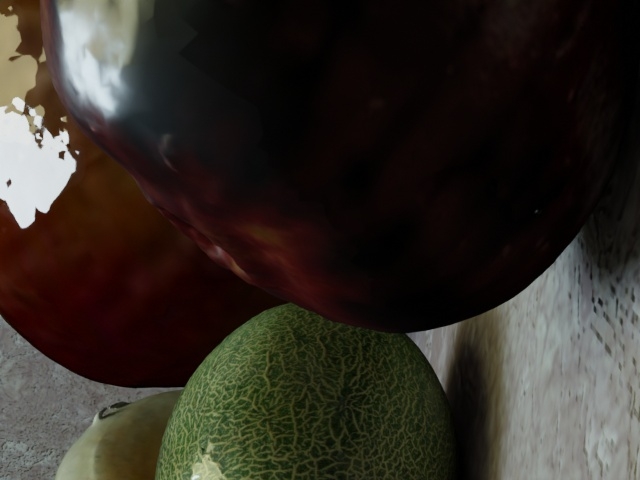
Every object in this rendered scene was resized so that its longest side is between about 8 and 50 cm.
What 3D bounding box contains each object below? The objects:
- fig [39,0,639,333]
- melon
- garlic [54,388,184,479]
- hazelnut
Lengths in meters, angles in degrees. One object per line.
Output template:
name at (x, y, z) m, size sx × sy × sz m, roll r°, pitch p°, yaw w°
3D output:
fig at (0.037, -0.095, 0.492) m, size 0.249 × 0.204 × 0.186 m, roll -48°, pitch 41°, yaw -2°
melon at (-0.006, 0.109, 0.675) m, size 0.192 × 0.139 × 0.139 m, roll -78°, pitch 1°, yaw -51°
garlic at (-0.070, 0.244, 1.037) m, size 0.249 × 0.286 × 0.313 m, roll -36°, pitch 15°, yaw 1°
hazelnut at (-0.083, -0.116, 0.978) m, size 0.421 × 0.353 × 0.421 m, roll -32°, pitch 43°, yaw 36°
